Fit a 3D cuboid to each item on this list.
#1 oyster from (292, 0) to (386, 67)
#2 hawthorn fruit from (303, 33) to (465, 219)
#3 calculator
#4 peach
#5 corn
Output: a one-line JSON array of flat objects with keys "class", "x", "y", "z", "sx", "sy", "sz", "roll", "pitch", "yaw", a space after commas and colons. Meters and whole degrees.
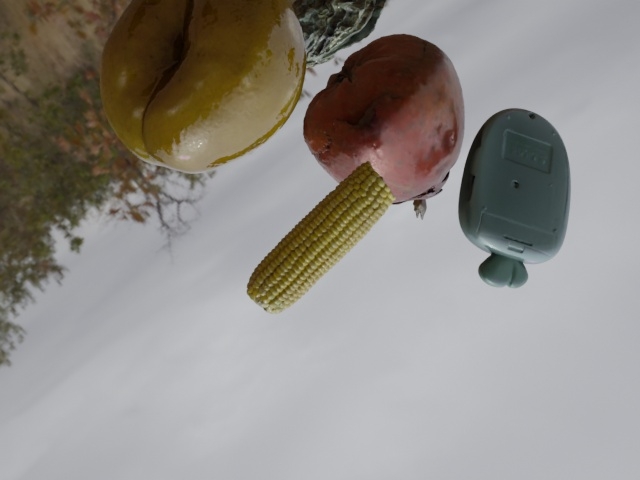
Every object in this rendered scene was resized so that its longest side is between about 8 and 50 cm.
[{"class": "oyster", "x": -0.004, "y": -0.484, "z": 1.652, "sx": 0.351, "sy": 0.158, "sz": 0.162, "roll": -32, "pitch": -150, "yaw": -3}, {"class": "hawthorn fruit", "x": 0.120, "y": -0.167, "z": 1.229, "sx": 0.276, "sy": 0.307, "sz": 0.276, "roll": -24, "pitch": -150, "yaw": 15}, {"class": "calculator", "x": 0.305, "y": -0.068, "z": 1.157, "sx": 0.041, "sy": 0.186, "sz": 0.298, "roll": 143, "pitch": -38, "yaw": -68}, {"class": "peach", "x": -0.136, "y": -0.193, "z": 0.840, "sx": 0.251, "sy": 0.153, "sz": 0.251, "roll": -13, "pitch": -124, "yaw": 20}, {"class": "corn", "x": 0.000, "y": 0.000, "z": 1.030, "sx": 0.248, "sy": 0.081, "sz": 0.081, "roll": -45, "pitch": -165, "yaw": 1}]
